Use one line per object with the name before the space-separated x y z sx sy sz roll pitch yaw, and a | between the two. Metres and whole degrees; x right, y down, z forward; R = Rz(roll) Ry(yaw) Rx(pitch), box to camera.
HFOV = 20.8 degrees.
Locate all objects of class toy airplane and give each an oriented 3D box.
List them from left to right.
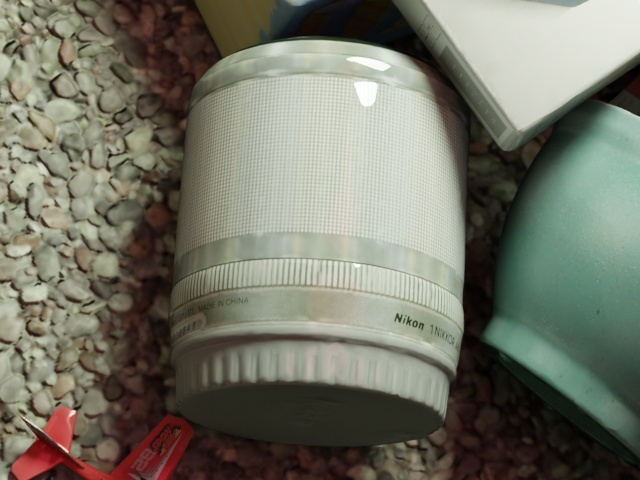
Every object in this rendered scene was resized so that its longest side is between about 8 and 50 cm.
toy airplane | -0.168 0.182 1.310 0.151 0.028 0.151 5 70 -14

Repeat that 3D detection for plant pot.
plant pot | 0.247 0.057 1.348 0.293 0.293 0.196 39 87 0

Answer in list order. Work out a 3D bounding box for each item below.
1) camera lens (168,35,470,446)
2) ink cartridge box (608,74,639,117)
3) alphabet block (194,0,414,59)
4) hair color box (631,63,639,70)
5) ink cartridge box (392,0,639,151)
camera lens | 0.000 0.000 1.313 0.219 0.219 0.274 8 70 -13
ink cartridge box | 0.340 -0.066 1.484 0.067 0.115 0.198 -32 83 -23
alphabet block | -0.006 -0.263 1.417 0.193 0.192 0.197 -22 80 -23
hair color box | 0.334 -0.247 1.549 0.347 0.105 0.174 -1 72 -15
ink cartridge box | 0.158 -0.258 1.300 0.261 0.066 0.296 -35 85 -11
